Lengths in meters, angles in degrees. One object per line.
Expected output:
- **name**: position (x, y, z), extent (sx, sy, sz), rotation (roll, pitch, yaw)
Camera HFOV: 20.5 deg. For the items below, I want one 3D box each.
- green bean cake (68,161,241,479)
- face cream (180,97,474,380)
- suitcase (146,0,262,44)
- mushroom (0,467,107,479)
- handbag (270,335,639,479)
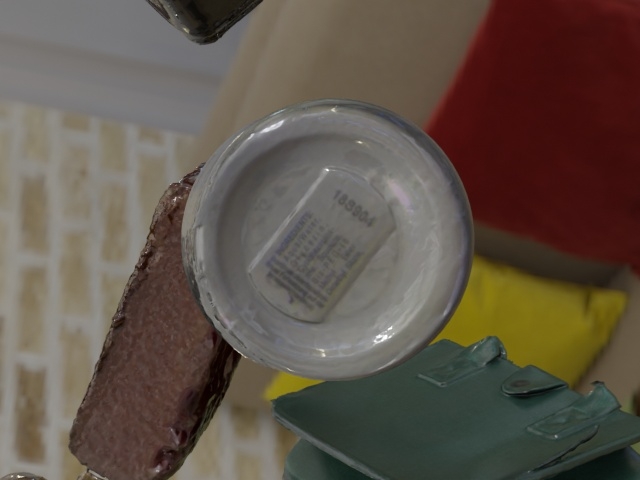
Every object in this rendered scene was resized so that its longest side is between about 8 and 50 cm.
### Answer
- **green bean cake**: position (-0.108, 0.063, 1.429), extent (0.198, 0.097, 0.232), rotation (-50, -19, -73)
- **face cream**: position (0.000, 0.000, 1.135), extent (0.153, 0.177, 0.177), rotation (177, 103, -83)
- **suitcase**: position (-0.095, -0.449, 2.060), extent (0.283, 0.434, 0.194), rotation (45, 175, 29)
- **mushroom**: position (-0.244, 0.336, 1.946), extent (0.278, 0.278, 0.146), rotation (-31, 38, 68)
- **handbag**: position (0.121, 0.181, 1.583), extent (0.326, 0.238, 0.089), rotation (18, 125, 57)
